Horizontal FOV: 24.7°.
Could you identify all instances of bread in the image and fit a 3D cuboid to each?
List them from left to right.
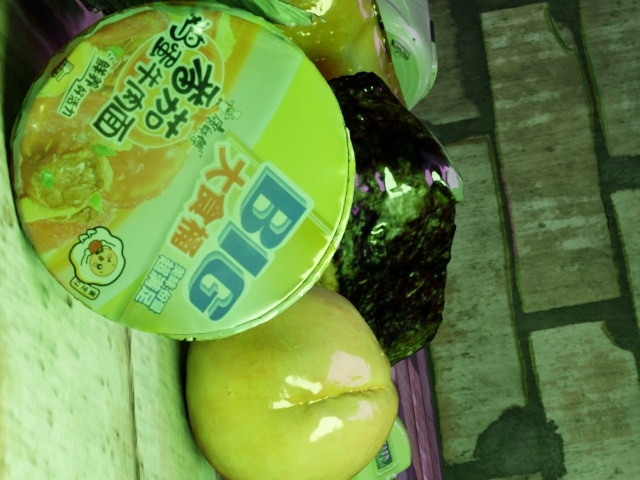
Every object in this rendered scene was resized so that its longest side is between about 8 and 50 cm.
[{"bbox_3d":[-0.018,-0.208,1.646,0.328,0.148,0.337,-117,-173,-52],"label":"bread"}]

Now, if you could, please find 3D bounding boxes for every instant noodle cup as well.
[{"bbox_3d":[-0.081,-0.047,0.928,0.153,0.205,0.205,-93,173,-87],"label":"instant noodle cup"}]

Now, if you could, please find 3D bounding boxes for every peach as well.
[{"bbox_3d":[-0.025,0.121,1.173,0.184,0.184,0.184,-10,90,-82],"label":"peach"}]

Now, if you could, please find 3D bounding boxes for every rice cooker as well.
[{"bbox_3d":[0.046,-0.283,1.998,0.244,0.226,0.226,-95,171,-46],"label":"rice cooker"}]

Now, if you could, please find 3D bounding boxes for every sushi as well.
[{"bbox_3d":[0.000,0.000,1.422,0.234,0.207,0.348,42,-30,36],"label":"sushi"}]

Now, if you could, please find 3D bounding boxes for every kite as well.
[{"bbox_3d":[-0.111,-0.166,0.928,0.268,0.323,0.013,31,82,-31],"label":"kite"}]

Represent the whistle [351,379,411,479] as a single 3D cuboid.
[{"bbox_3d":[0.040,0.226,1.691,0.106,0.131,0.288,11,-60,53],"label":"whistle"}]
